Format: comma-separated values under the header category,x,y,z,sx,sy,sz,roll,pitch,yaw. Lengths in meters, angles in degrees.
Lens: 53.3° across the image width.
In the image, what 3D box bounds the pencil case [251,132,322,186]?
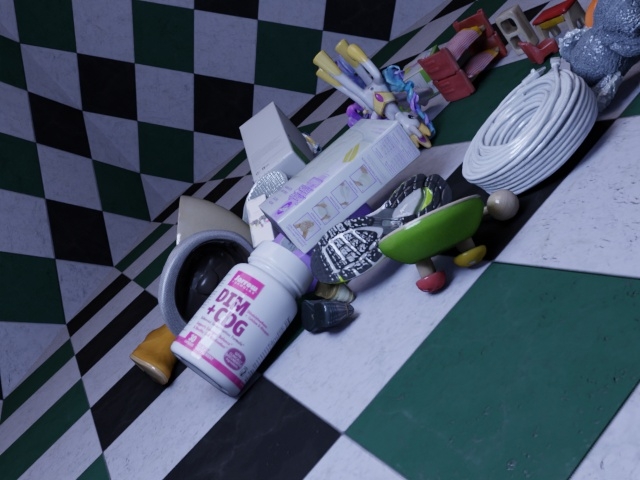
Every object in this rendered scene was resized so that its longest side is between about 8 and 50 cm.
category,x,y,z,sx,sy,sz,roll,pitch,yaw
pencil case,-0.114,-0.253,2.245,0.273,0.113,0.124,-45,48,-14

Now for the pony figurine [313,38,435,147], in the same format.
category,x,y,z,sx,sy,sz,roll,pitch,yaw
pony figurine,0.151,-0.371,1.736,0.303,0.363,0.351,-46,2,4

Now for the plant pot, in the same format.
category,x,y,z,sx,sy,sz,roll,pitch,yaw
plant pot,-0.271,0.030,1.647,0.191,0.284,0.284,2,15,-11

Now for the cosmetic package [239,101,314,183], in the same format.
category,x,y,z,sx,sy,sz,roll,pitch,yaw
cosmetic package,-0.121,-0.254,1.983,0.155,0.197,0.365,-36,37,13

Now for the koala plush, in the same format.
category,x,y,z,sx,sy,sz,roll,pitch,yaw
koala plush,0.519,-0.355,1.114,0.221,0.203,0.196,-56,45,51

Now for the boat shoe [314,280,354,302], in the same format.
category,x,y,z,sx,sy,sz,roll,pitch,yaw
boat shoe,0.026,0.095,1.278,0.056,0.048,0.153,-67,14,-2

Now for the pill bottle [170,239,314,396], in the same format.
category,x,y,z,sx,sy,sz,roll,pitch,yaw
pill bottle,-0.147,0.147,1.257,0.283,0.160,0.160,-53,22,-20

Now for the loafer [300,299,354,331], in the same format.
category,x,y,z,sx,sy,sz,roll,pitch,yaw
loafer,0.007,0.140,1.202,0.061,0.062,0.170,-5,-1,-21

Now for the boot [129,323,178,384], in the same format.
category,x,y,z,sx,sy,sz,roll,pitch,yaw
boot,-0.373,0.244,1.606,0.211,0.104,0.295,-47,15,-19

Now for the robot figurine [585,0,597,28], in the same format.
category,x,y,z,sx,sy,sz,roll,pitch,yaw
robot figurine,0.615,-0.445,1.240,0.219,0.128,0.158,-9,72,57

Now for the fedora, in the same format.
category,x,y,z,sx,sy,sz,roll,pitch,yaw
fedora,-0.254,0.112,1.453,0.124,0.244,0.275,-17,59,63

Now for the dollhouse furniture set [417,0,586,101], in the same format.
category,x,y,z,sx,sy,sz,roll,pitch,yaw
dollhouse furniture set,0.464,-0.519,1.663,0.201,0.152,0.374,-49,20,-25

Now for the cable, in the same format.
category,x,y,z,sx,sy,sz,roll,pitch,yaw
cable,0.369,-0.190,1.143,0.257,0.089,0.257,-44,16,26

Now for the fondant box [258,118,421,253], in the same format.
category,x,y,z,sx,sy,sz,roll,pitch,yaw
fondant box,0.033,-0.131,1.417,0.330,0.096,0.238,-42,19,-4

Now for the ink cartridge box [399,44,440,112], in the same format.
category,x,y,z,sx,sy,sz,roll,pitch,yaw
ink cartridge box,0.281,-0.492,2.050,0.255,0.097,0.189,-27,22,32

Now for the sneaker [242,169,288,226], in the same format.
category,x,y,z,sx,sy,sz,roll,pitch,yaw
sneaker,-0.172,-0.071,1.821,0.161,0.102,0.282,-87,22,-84

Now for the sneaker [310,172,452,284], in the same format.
category,x,y,z,sx,sy,sz,roll,pitch,yaw
sneaker,0.119,-0.006,1.213,0.300,0.111,0.121,-31,-20,3

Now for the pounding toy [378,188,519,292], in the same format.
category,x,y,z,sx,sy,sz,roll,pitch,yaw
pounding toy,0.217,0.009,1.047,0.237,0.110,0.183,-17,-11,-38

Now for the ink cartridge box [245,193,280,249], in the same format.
category,x,y,z,sx,sy,sz,roll,pitch,yaw
ink cartridge box,-0.131,-0.013,1.633,0.062,0.104,0.181,-21,58,13

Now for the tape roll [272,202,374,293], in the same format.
category,x,y,z,sx,sy,sz,roll,pitch,yaw
tape roll,0.000,0.000,1.468,0.275,0.090,0.275,-36,19,14
